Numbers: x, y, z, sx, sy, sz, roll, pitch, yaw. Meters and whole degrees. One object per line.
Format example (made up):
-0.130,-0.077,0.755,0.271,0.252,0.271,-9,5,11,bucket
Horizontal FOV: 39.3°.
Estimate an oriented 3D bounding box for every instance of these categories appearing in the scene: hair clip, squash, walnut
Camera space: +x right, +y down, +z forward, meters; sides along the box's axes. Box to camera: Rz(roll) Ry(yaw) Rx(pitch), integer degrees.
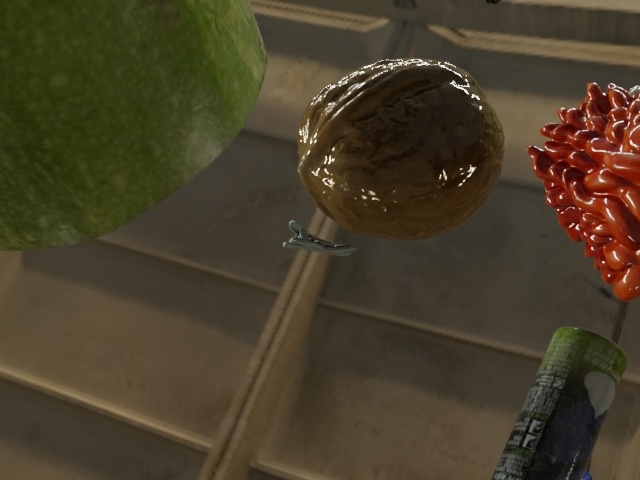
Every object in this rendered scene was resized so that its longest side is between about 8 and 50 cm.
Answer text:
0.001,-0.001,1.307,0.030,0.115,0.039,-27,-124,51,hair clip
-0.205,-0.202,0.445,0.263,0.384,0.263,-9,-129,11,squash
0.121,-0.140,1.398,0.333,0.333,0.332,-6,-119,12,walnut

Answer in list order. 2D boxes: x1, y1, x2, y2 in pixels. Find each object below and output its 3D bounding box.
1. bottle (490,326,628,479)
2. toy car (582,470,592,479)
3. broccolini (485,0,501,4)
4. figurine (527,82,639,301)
0.251,0.261,1.024,0.093,0.093,0.330,20,-111,24,bottle
0.288,0.356,1.163,0.063,0.216,0.103,-25,-99,49,toy car
0.300,-0.548,1.587,0.071,0.058,0.254,1,-81,55,broccolini
0.443,-0.078,1.111,0.306,0.241,0.412,42,-141,23,figurine
